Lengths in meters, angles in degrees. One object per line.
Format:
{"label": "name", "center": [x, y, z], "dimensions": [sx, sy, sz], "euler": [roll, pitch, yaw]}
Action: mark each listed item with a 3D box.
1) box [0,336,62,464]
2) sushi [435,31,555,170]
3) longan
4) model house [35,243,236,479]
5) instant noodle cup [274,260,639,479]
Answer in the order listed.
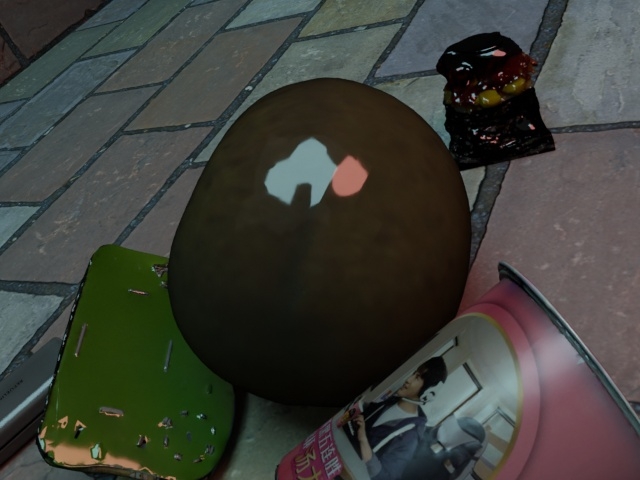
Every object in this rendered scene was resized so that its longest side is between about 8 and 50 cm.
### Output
{"label": "box", "center": [-0.432, 0.243, 0.913], "dimensions": [0.243, 0.055, 0.103], "euler": [-44, 39, -22]}
{"label": "sushi", "center": [0.250, -0.226, 0.992], "dimensions": [0.153, 0.150, 0.172], "euler": [-11, 38, 20]}
{"label": "longan", "center": [0.000, 0.000, 0.734], "dimensions": [0.361, 0.361, 0.361], "euler": [-17, 36, 13]}
{"label": "model house", "center": [-0.220, 0.176, 0.825], "dimensions": [0.207, 0.154, 0.294], "euler": [15, 45, -15]}
{"label": "instant noodle cup", "center": [0.108, 0.180, 0.528], "dimensions": [0.255, 0.244, 0.244], "euler": [-34, 35, 5]}
